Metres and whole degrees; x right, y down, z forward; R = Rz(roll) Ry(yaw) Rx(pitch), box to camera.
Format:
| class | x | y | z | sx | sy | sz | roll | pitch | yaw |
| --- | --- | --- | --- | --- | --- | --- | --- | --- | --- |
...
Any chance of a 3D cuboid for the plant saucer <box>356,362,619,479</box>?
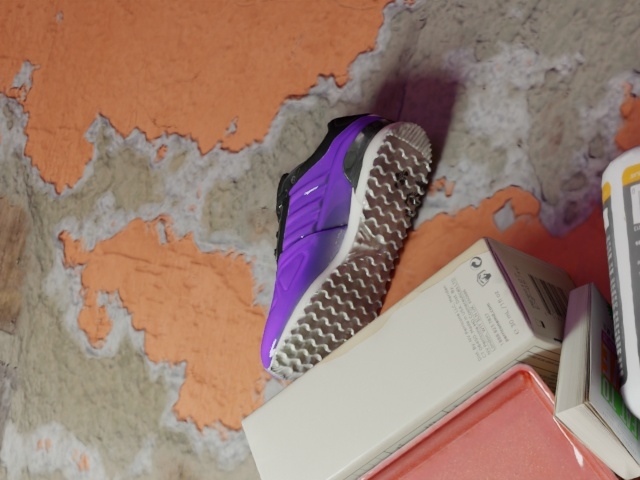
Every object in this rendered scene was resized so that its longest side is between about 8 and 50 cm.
| class | x | y | z | sx | sy | sz | roll | pitch | yaw |
| --- | --- | --- | --- | --- | --- | --- | --- | --- | --- |
| plant saucer | 0.164 | 0.272 | 1.182 | 0.259 | 0.048 | 0.258 | -40 | 82 | 23 |

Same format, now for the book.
| class | x | y | z | sx | sy | sz | roll | pitch | yaw |
| --- | --- | --- | --- | --- | --- | --- | --- | --- | --- |
| book | 0.241 | 0.118 | 1.145 | 0.035 | 0.096 | 0.144 | -28 | 29 | 32 |

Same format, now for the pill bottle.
| class | x | y | z | sx | sy | sz | roll | pitch | yaw |
| --- | --- | --- | --- | --- | --- | --- | --- | --- | --- |
| pill bottle | 0.319 | 0.063 | 1.098 | 0.162 | 0.162 | 0.278 | -14 | 70 | 35 |

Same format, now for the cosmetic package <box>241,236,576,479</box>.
| class | x | y | z | sx | sy | sz | roll | pitch | yaw |
| --- | --- | --- | --- | --- | --- | --- | --- | --- | --- |
| cosmetic package | 0.097 | 0.141 | 1.255 | 0.309 | 0.160 | 0.113 | -38 | 56 | 23 |

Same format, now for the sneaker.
| class | x | y | z | sx | sy | sz | roll | pitch | yaw |
| --- | --- | --- | --- | --- | --- | --- | --- | --- | --- |
| sneaker | 0.001 | 0.000 | 1.418 | 0.146 | 0.102 | 0.293 | 25 | 89 | 44 |
